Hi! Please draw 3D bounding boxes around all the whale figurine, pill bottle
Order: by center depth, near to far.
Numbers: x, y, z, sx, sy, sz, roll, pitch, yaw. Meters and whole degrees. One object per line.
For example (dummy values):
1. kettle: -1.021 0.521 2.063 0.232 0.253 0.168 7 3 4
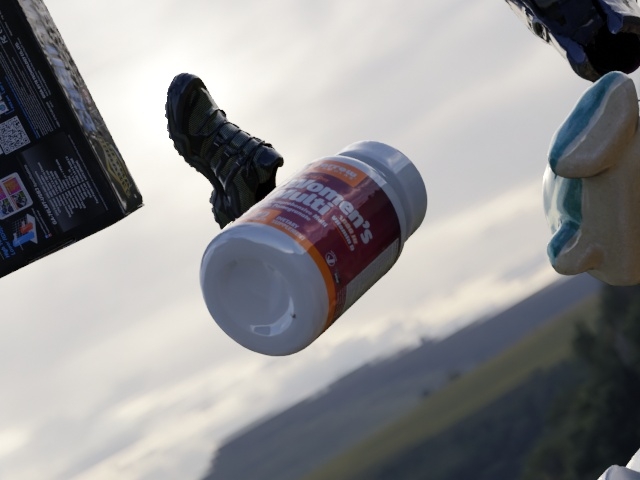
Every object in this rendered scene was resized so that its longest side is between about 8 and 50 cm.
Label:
1. pill bottle: 0.000 0.000 1.699 0.121 0.121 0.221 -38 2 40
2. whale figurine: 0.257 -0.071 1.779 0.216 0.141 0.272 -55 -31 -1

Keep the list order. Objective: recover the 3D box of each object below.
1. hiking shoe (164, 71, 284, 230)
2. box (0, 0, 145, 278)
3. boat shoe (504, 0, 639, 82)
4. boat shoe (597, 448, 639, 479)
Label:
1. hiking shoe: -0.098 -0.108 2.353 0.114 0.227 0.086 -11 28 34
2. box: -0.353 -0.096 1.780 0.293 0.296 0.073 -26 6 17
3. boat shoe: 0.287 -0.223 2.069 0.127 0.158 0.340 -42 -19 18
4. boat shoe: 0.231 0.261 1.552 0.156 0.136 0.367 -53 -7 8
